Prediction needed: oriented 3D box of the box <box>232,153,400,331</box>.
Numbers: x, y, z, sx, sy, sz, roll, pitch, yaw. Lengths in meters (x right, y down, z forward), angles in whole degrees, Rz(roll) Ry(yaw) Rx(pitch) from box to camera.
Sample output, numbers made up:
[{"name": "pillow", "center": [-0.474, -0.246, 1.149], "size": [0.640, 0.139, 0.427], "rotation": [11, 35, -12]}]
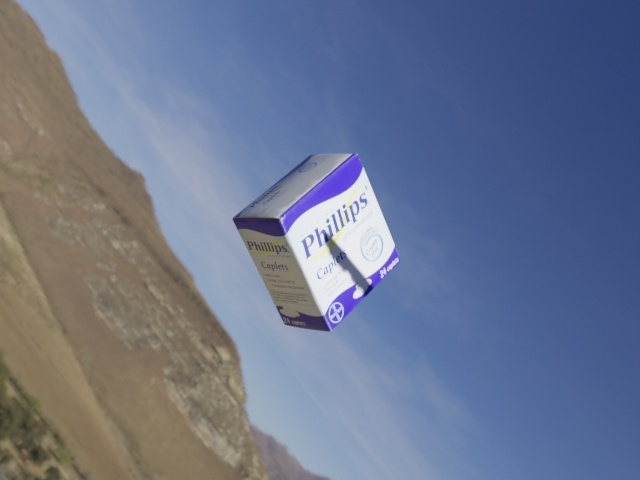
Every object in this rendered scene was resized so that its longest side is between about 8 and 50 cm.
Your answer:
[{"name": "box", "center": [0.000, 0.000, 0.876], "size": [0.072, 0.126, 0.137], "rotation": [3, -54, 46]}]
